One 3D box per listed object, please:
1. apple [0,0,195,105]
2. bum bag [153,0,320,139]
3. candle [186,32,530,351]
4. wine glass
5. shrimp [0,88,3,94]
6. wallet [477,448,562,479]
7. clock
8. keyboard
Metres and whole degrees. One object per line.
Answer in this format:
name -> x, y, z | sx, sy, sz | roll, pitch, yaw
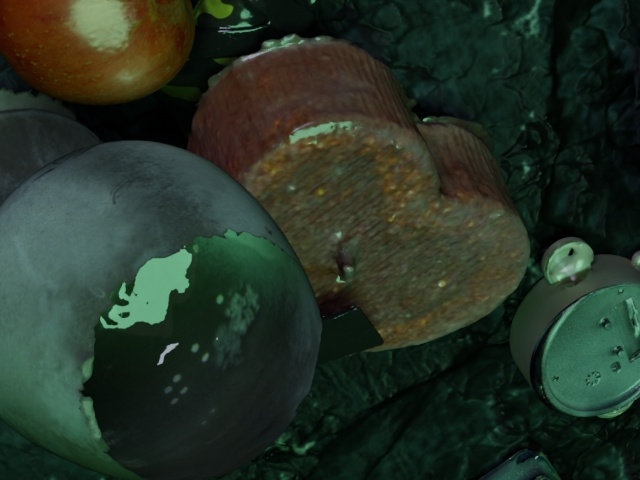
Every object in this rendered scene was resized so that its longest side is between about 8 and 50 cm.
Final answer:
apple -> -0.164, -0.174, 1.170 | 0.139, 0.163, 0.163 | -12, 126, -1
bum bag -> -0.053, -0.173, 1.271 | 0.106, 0.060, 0.232 | 16, 115, -31
candle -> 0.000, 0.000, 1.337 | 0.287, 0.131, 0.317 | -34, 138, 18
wine glass -> -0.155, 0.030, 1.163 | 0.238, 0.323, 0.238 | -11, 110, -32
shrimp -> -0.281, -0.049, 1.279 | 0.217, 0.051, 0.150 | 6, 112, -25
wallet -> 0.212, 0.307, 1.694 | 0.141, 0.059, 0.202 | -37, 127, 3
clock -> 0.259, 0.091, 1.565 | 0.155, 0.063, 0.229 | -25, 129, -3
keyboard -> -0.050, 0.095, 1.354 | 0.196, 0.015, 0.074 | -18, 154, 13
